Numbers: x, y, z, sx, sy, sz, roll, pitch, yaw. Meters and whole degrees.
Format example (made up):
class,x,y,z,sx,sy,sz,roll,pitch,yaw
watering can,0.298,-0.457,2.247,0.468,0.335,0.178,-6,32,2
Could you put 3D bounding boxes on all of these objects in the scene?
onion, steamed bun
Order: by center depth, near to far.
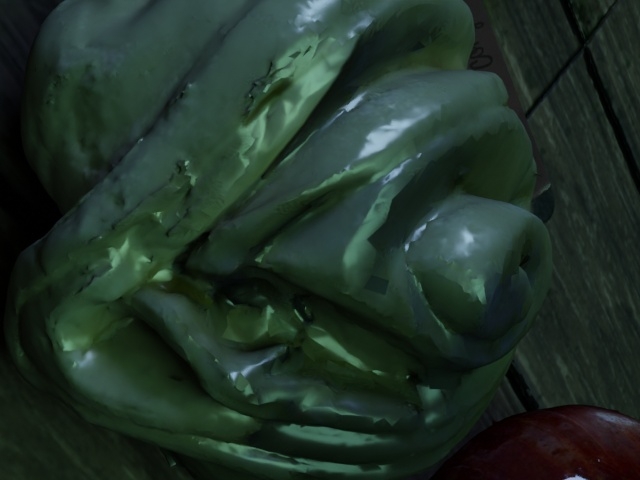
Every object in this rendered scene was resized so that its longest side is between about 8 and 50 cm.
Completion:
class,x,y,z,sx,sy,sz,roll,pitch,yaw
steamed bun,0.000,0.000,0.673,0.339,0.247,0.352,15,99,-40
onion,0.192,0.269,0.910,0.276,0.276,0.276,-9,103,-41

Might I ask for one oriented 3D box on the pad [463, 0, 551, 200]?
class,x,y,z,sx,sy,sz,roll,pitch,yaw
pad,0.048,-0.098,0.827,0.202,0.005,0.300,-35,124,-12
